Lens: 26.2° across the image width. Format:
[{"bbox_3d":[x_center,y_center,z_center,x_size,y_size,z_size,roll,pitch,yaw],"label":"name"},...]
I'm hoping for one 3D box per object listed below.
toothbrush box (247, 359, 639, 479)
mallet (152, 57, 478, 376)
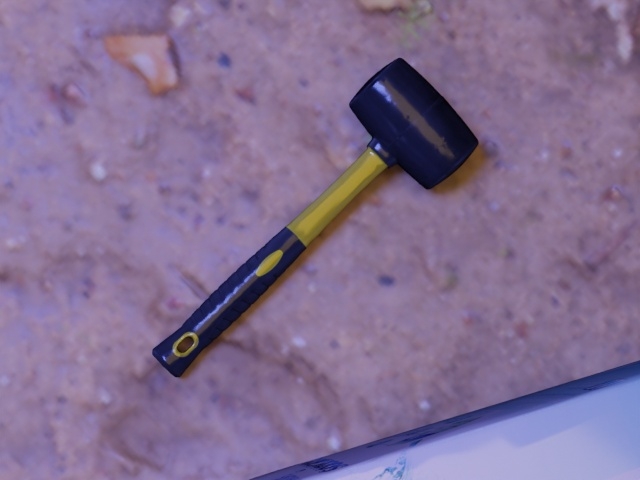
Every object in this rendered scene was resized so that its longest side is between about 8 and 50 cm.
[{"bbox_3d":[0.135,0.170,0.610,0.296,0.126,0.216,-15,84,-8],"label":"toothbrush box"},{"bbox_3d":[0.000,0.000,0.666,0.062,0.039,0.189,39,84,-3],"label":"mallet"}]
